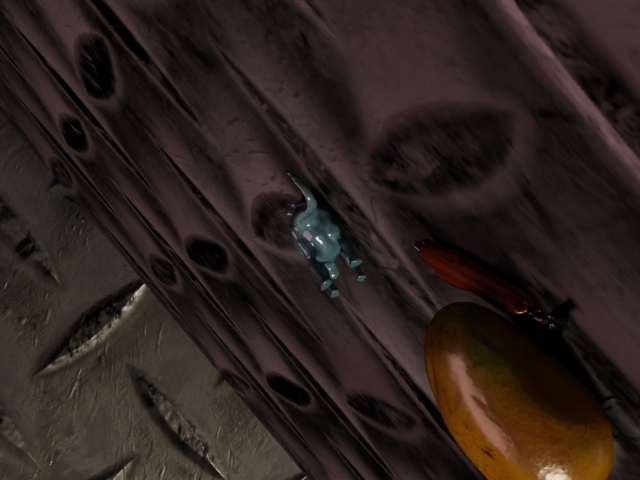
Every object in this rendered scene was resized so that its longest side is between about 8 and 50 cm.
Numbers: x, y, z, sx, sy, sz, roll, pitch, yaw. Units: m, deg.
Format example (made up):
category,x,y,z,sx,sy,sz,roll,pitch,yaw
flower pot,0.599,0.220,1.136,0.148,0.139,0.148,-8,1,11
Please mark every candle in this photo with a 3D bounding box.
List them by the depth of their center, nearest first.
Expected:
category,x,y,z,sx,sy,sz,roll,pitch,yaw
candle,0.113,0.031,0.923,0.167,0.021,0.026,30,137,59

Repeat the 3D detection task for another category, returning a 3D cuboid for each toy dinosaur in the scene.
category,x,y,z,sx,sy,sz,roll,pitch,yaw
toy dinosaur,0.000,0.000,1.168,0.080,0.045,0.197,55,175,25

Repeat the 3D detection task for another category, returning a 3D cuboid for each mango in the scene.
category,x,y,z,sx,sy,sz,roll,pitch,yaw
mango,0.126,0.110,0.939,0.165,0.089,0.115,44,172,-5
